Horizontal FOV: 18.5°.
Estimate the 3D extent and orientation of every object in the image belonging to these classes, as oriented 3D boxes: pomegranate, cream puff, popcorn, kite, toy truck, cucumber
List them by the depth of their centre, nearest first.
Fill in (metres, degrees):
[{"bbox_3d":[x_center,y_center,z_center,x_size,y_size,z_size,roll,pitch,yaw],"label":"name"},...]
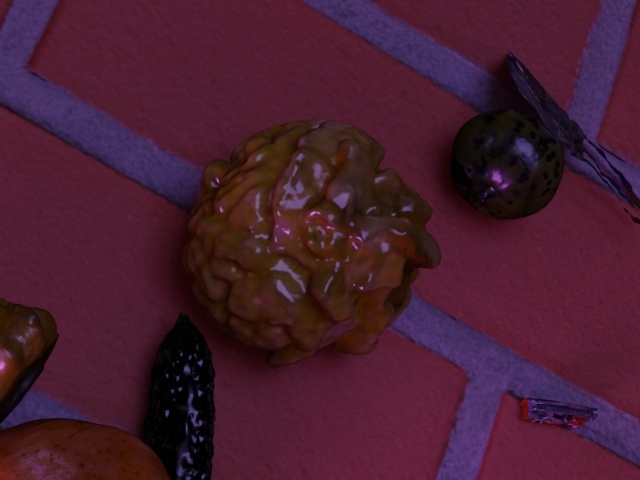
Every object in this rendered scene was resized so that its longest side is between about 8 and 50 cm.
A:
[{"bbox_3d":[-0.218,0.264,1.632,0.248,0.248,0.248,10,68,-26],"label":"pomegranate"},{"bbox_3d":[-0.306,0.101,1.707,0.116,0.146,0.146,34,58,5],"label":"cream puff"},{"bbox_3d":[-0.132,0.208,1.795,0.072,0.072,0.300,17,65,-23],"label":"cucumber"},{"bbox_3d":[0.000,0.000,1.868,0.259,0.212,0.259,7,71,-19],"label":"popcorn"},{"bbox_3d":[0.248,0.179,2.042,0.083,0.032,0.024,12,63,-27],"label":"toy truck"},{"bbox_3d":[0.201,-0.088,2.069,0.122,0.122,0.161,46,32,-8],"label":"pomegranate"},{"bbox_3d":[0.279,-0.108,2.137,0.245,0.015,0.141,45,21,-14],"label":"kite"}]
